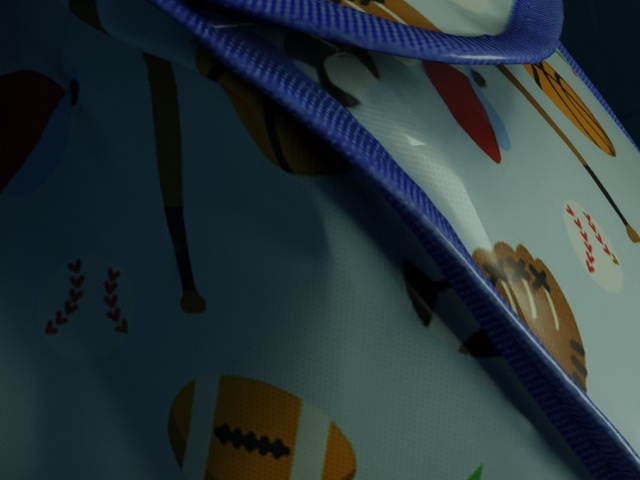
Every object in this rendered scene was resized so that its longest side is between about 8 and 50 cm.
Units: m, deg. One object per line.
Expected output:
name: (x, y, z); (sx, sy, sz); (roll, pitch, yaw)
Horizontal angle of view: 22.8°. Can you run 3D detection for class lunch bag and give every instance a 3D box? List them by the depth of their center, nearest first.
lunch bag: (0.000, 0.000, 0.547); (0.385, 0.239, 0.328); (52, 19, -11)
